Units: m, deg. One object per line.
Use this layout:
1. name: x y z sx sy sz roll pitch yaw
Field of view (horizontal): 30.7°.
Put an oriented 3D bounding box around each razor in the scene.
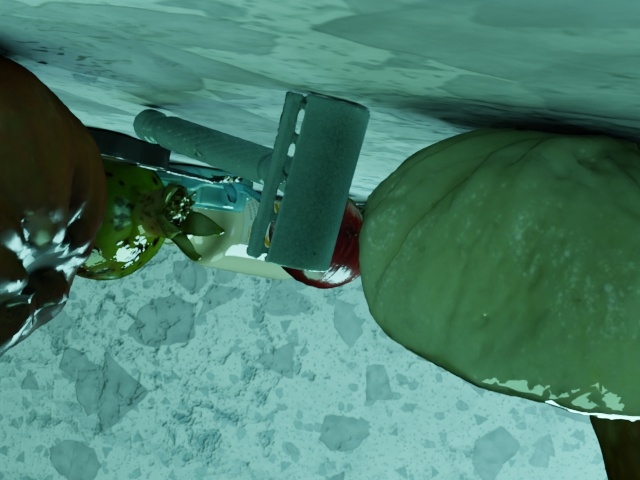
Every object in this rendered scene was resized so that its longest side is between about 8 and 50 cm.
1. razor: -0.066 -0.059 0.798 0.068 0.106 0.232 11 -174 -40

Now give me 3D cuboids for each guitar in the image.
1. guitar: -0.166 -0.082 1.191 0.088 0.025 0.233 8 178 43

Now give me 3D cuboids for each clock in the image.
1. clock: -0.129 -0.060 1.366 0.147 0.045 0.108 6 178 45

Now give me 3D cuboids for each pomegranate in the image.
1. pomegranate: -0.215 -0.017 1.276 0.220 0.156 0.156 24 -175 29

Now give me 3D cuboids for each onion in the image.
1. onion: 0.000 0.000 1.403 0.131 0.131 0.131 9 178 0

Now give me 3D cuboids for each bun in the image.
1. bun: 0.150 0.009 0.693 0.243 0.153 0.244 9 -162 -3

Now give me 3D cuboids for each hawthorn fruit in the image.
1. hawthorn fruit: -0.273 -0.028 0.750 0.260 0.224 0.224 24 -177 20

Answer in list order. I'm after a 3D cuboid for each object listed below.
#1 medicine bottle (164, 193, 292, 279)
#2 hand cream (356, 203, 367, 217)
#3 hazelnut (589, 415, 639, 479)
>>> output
1. medicine bottle: -0.129 -0.016 1.572 0.252 0.114 0.114 11 177 -43
2. hand cream: 0.086 -0.012 1.457 0.084 0.084 0.203 11 -176 -39
3. hazelnut: 0.391 0.138 0.938 0.365 0.366 0.366 9 178 0
